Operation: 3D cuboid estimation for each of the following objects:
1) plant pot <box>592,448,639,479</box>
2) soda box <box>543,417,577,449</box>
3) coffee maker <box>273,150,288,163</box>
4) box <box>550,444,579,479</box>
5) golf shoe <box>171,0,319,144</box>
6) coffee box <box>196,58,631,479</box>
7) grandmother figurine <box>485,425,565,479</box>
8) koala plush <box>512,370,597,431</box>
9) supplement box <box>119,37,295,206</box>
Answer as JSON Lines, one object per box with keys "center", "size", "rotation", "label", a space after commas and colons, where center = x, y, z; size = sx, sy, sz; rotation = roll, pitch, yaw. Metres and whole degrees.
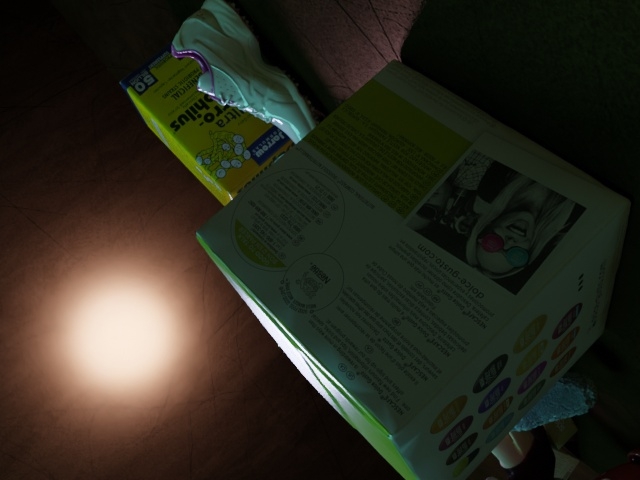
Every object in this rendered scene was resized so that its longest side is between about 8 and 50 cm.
{"center": [0.513, 0.438, 1.148], "size": [0.191, 0.174, 0.191], "rotation": [45, 170, 10], "label": "plant pot"}
{"center": [0.429, 0.321, 1.396], "size": [0.181, 0.058, 0.061], "rotation": [54, 168, -34], "label": "soda box"}
{"center": [-0.021, -0.076, 1.443], "size": [0.171, 0.120, 0.178], "rotation": [38, -153, -24], "label": "coffee maker"}
{"center": [0.454, 0.441, 1.487], "size": [0.063, 0.067, 0.324], "rotation": [33, 180, 37], "label": "box"}
{"center": [-0.128, -0.262, 1.248], "size": [0.306, 0.140, 0.115], "rotation": [50, 168, -7], "label": "golf shoe"}
{"center": [0.116, 0.059, 0.893], "size": [0.338, 0.334, 0.338], "rotation": [41, 168, 32], "label": "coffee box"}
{"center": [0.342, 0.366, 1.253], "size": [0.342, 0.208, 0.104], "rotation": [52, 147, -6], "label": "grandmother figurine"}
{"center": [0.300, 0.192, 1.139], "size": [0.196, 0.203, 0.221], "rotation": [62, -162, 8], "label": "koala plush"}
{"center": [-0.233, -0.250, 1.600], "size": [0.356, 0.194, 0.195], "rotation": [45, 170, 13], "label": "supplement box"}
